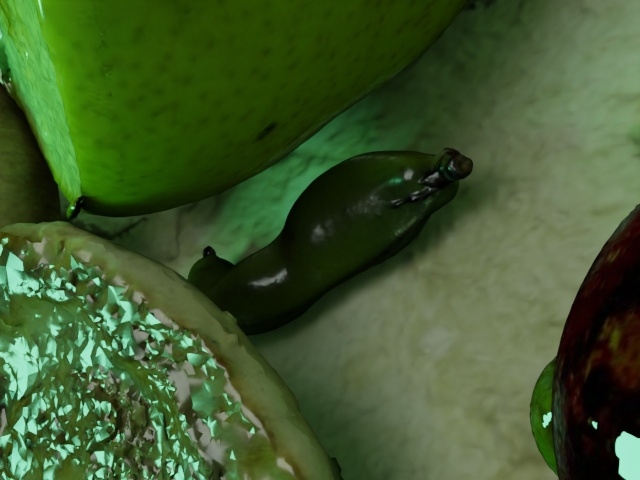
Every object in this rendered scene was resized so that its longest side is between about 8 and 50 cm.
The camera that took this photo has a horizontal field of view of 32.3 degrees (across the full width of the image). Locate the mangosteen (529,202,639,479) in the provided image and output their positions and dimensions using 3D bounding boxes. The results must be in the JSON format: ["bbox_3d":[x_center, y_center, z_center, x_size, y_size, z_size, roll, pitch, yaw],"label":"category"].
[{"bbox_3d":[0.148,0.058,0.359,0.200,0.200,0.200,-21,56,35],"label":"mangosteen"}]

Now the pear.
[{"bbox_3d":[-0.024,-0.174,0.568,0.318,0.342,0.238,-24,60,-18],"label":"pear"}]

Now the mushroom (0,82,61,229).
[{"bbox_3d":[-0.257,0.016,0.762,0.278,0.146,0.278,-10,77,55],"label":"mushroom"}]

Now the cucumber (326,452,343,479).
[{"bbox_3d":[-0.073,0.152,0.587,0.187,0.058,0.058,-21,56,36],"label":"cucumber"}]

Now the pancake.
[{"bbox_3d":[-0.120,0.172,0.552,0.356,0.065,0.356,0,91,41],"label":"pancake"}]

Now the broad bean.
[{"bbox_3d":[0.000,0.000,0.601,0.213,0.048,0.070,-25,54,36],"label":"broad bean"}]
